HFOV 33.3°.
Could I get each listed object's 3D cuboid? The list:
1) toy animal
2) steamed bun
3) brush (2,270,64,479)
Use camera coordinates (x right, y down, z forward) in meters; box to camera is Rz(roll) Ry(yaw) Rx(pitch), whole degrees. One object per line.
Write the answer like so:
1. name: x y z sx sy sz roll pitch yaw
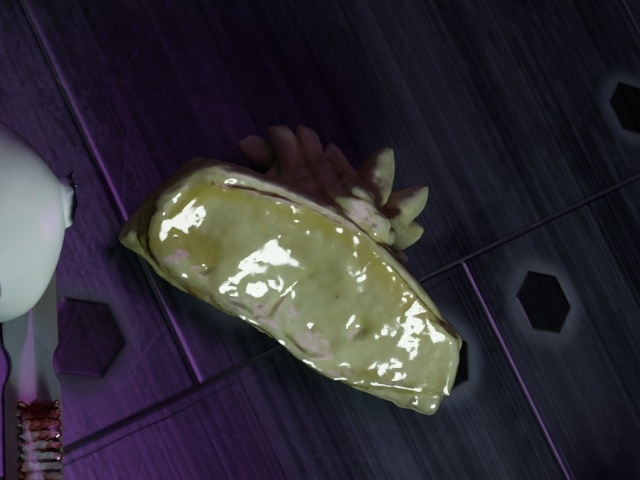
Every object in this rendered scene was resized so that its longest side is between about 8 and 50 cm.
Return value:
1. toy animal: -0.381 0.015 1.020 0.251 0.251 0.310 37 66 -14
2. steamed bun: 0.000 0.000 1.269 0.428 0.247 0.189 28 17 -13
3. brush: -0.301 0.143 1.124 0.060 0.050 0.321 1 71 -25
